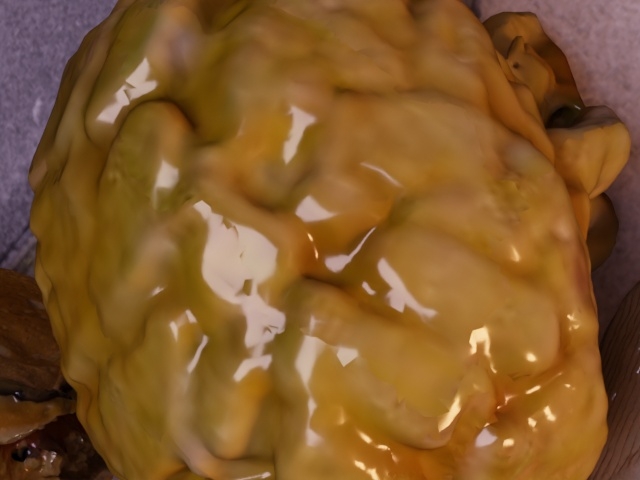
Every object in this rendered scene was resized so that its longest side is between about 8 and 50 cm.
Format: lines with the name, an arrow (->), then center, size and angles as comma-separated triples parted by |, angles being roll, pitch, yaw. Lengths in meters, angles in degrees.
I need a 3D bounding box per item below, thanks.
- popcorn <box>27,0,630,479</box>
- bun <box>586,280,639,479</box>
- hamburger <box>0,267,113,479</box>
popcorn -> -0.006, 0.014, 0.994 | 0.354, 0.390, 0.344 | 34, 128, -12
bun -> 0.229, 0.092, 0.990 | 0.113, 0.166, 0.173 | 23, 119, -16
hamburger -> -0.252, 0.111, 1.229 | 0.244, 0.244, 0.163 | 27, 106, 28
